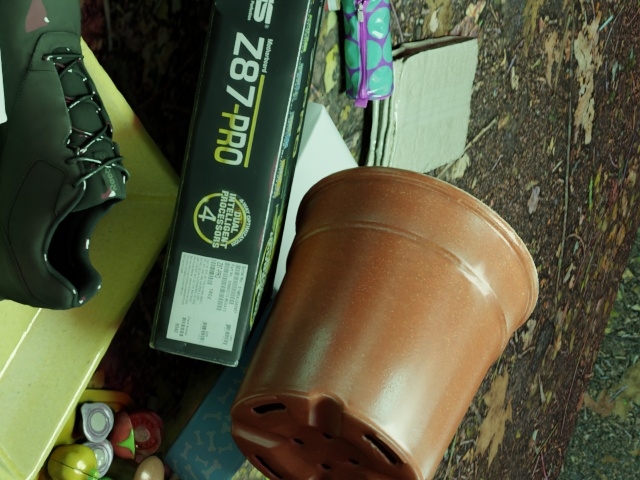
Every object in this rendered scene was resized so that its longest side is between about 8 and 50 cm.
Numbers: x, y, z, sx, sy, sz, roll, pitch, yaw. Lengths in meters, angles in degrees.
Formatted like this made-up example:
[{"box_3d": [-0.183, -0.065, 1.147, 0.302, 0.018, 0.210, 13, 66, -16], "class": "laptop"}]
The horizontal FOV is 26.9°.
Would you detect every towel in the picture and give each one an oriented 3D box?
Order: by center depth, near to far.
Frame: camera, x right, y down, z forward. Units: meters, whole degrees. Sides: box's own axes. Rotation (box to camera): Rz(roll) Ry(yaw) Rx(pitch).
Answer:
[{"box_3d": [0.141, -0.182, 1.855, 0.282, 0.049, 0.187, -23, 124, -58], "class": "towel"}]

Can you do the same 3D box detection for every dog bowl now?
[{"box_3d": [-0.078, 0.164, 1.502, 0.166, 0.074, 0.297, -55, 180, 44], "class": "dog bowl"}]

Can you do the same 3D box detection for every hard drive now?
[{"box_3d": [0.000, 0.000, 1.686, 0.210, 0.040, 0.319, -65, 151, -20], "class": "hard drive"}]

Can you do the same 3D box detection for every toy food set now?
[{"box_3d": [-0.208, 0.222, 1.375, 0.218, 0.071, 0.128, 13, 92, -63], "class": "toy food set"}]

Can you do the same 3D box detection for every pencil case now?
[{"box_3d": [0.056, -0.247, 1.648, 0.070, 0.064, 0.152, -64, 154, -54], "class": "pencil case"}]

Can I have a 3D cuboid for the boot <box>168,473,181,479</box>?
[{"box_3d": [-0.173, 0.342, 1.520, 0.158, 0.059, 0.085, -68, 150, -31], "class": "boot"}]

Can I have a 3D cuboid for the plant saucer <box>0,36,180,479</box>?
[{"box_3d": [-0.276, 0.000, 1.136, 0.333, 0.081, 0.333, -63, 149, -22], "class": "plant saucer"}]

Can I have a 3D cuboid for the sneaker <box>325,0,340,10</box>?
[{"box_3d": [-0.012, -0.296, 1.535, 0.118, 0.067, 0.042, -89, 172, -56], "class": "sneaker"}]

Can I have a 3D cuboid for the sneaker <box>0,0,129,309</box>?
[{"box_3d": [-0.200, -0.082, 1.014, 0.109, 0.130, 0.286, -19, 118, -55], "class": "sneaker"}]

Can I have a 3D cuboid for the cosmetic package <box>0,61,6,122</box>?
[{"box_3d": [-0.333, -0.235, 0.837, 0.217, 0.156, 0.385, -39, 134, -52], "class": "cosmetic package"}]

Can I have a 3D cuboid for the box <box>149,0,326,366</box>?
[{"box_3d": [-0.070, -0.104, 1.323, 0.318, 0.097, 0.395, -83, -176, -82], "class": "box"}]

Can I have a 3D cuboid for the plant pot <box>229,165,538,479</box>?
[{"box_3d": [0.052, 0.114, 1.342, 0.272, 0.272, 0.265, 73, 34, -45], "class": "plant pot"}]
